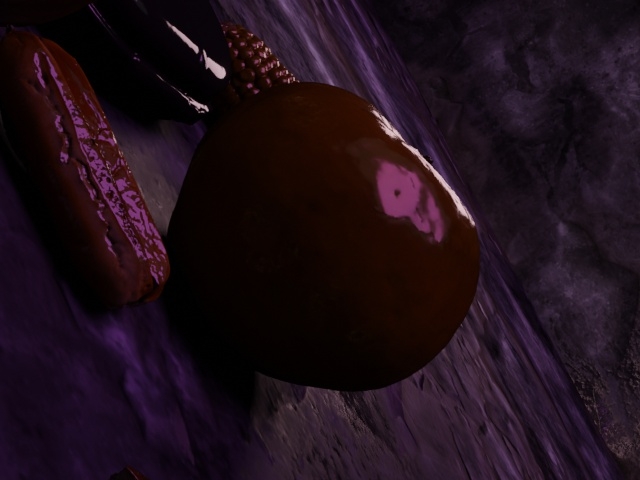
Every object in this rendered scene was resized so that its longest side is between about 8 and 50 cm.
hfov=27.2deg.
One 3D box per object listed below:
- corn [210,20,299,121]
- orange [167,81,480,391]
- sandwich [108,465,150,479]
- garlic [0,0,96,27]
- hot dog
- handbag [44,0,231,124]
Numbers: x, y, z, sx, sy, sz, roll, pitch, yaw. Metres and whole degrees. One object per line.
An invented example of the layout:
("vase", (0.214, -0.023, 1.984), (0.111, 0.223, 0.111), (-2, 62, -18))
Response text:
("corn", (-0.037, -0.104, 1.476), (0.322, 0.119, 0.119), (53, 13, -4))
("orange", (0.000, 0.000, 1.131), (0.279, 0.235, 0.279), (47, 4, -4))
("sandwich", (-0.100, 0.173, 0.793), (0.083, 0.031, 0.044), (48, 15, -41))
("garlic", (-0.246, -0.212, 0.966), (0.195, 0.101, 0.087), (23, 53, -62))
("hot dog", (-0.179, -0.057, 0.954), (0.236, 0.062, 0.092), (65, 14, 14))
("handbag", (-0.189, -0.239, 1.260), (0.308, 0.093, 0.254), (38, 24, -58))
